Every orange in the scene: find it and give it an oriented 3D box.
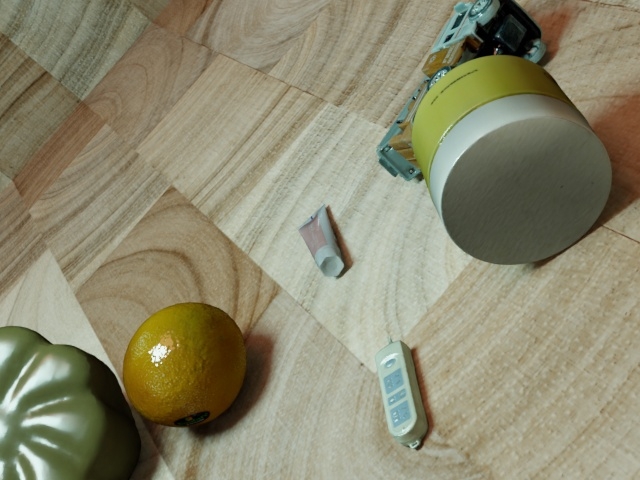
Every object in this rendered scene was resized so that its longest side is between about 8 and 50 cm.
[{"bbox_3d":[-0.212,0.196,1.499,0.206,0.206,0.206,-31,35,25],"label":"orange"}]

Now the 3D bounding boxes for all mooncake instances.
[{"bbox_3d":[-0.489,0.324,1.534,0.378,0.201,0.378,-3,64,5],"label":"mooncake"}]

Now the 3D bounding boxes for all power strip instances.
[{"bbox_3d":[0.104,0.193,1.261,0.047,0.030,0.191,-35,34,19],"label":"power strip"}]

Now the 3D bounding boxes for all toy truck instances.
[{"bbox_3d":[0.219,-0.252,1.522,0.184,0.133,0.338,-4,54,61],"label":"toy truck"}]

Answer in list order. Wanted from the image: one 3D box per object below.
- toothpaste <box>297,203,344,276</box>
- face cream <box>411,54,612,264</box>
[{"bbox_3d":[0.000,0.000,1.599,0.067,0.043,0.194,-43,26,11],"label":"toothpaste"},{"bbox_3d":[0.240,-0.107,1.246,0.218,0.218,0.179,-37,32,17],"label":"face cream"}]
